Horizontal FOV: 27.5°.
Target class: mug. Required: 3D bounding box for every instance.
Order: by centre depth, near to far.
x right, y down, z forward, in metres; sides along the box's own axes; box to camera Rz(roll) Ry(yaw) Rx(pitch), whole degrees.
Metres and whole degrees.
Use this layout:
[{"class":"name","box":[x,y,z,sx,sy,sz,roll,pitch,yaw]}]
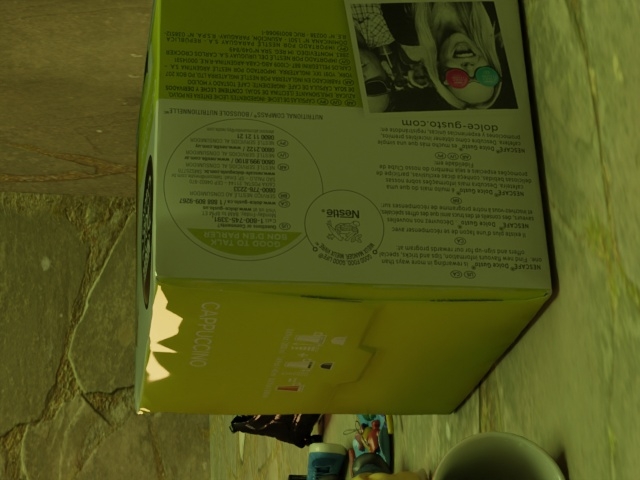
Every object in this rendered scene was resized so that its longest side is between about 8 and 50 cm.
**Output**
[{"class":"mug","box":[0.132,0.256,1.094,0.169,0.113,0.150,106,165,-63]}]

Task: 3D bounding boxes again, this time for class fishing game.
[{"class":"fishing game","box":[0.055,0.273,1.705,0.264,0.041,0.189,103,166,-51]}]

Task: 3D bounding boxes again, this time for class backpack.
[{"class":"backpack","box":[-0.055,0.240,2.059,0.182,0.152,0.115,116,159,-52]}]

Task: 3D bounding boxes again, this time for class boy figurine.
[{"class":"boy figurine","box":[0.041,0.305,1.436,0.092,0.177,0.285,60,-177,-2]}]

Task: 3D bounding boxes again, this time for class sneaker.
[{"class":"sneaker","box":[0.005,0.348,1.901,0.152,0.058,0.084,105,170,-65]}]

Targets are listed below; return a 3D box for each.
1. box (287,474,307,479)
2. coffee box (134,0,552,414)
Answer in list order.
[{"class":"box","box":[-0.028,0.425,2.093,0.062,0.052,0.083,103,166,-48]},{"class":"coffee box","box":[-0.004,-0.035,1.265,0.337,0.338,0.334,111,158,-62]}]
